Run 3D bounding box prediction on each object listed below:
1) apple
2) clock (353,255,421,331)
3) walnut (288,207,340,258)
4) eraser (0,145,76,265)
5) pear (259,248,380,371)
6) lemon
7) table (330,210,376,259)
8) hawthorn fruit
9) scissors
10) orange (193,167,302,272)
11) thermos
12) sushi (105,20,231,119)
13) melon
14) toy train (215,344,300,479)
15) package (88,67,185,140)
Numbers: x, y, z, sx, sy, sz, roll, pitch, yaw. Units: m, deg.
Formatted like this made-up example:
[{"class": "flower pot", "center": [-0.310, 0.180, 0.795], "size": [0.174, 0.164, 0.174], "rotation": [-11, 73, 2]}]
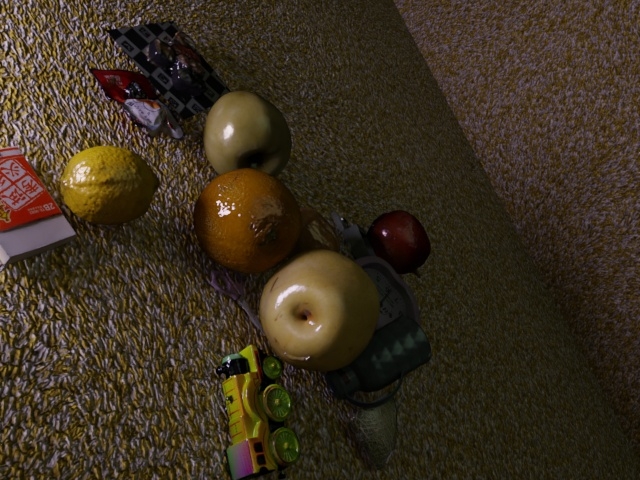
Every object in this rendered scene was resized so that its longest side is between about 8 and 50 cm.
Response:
[{"class": "apple", "center": [-0.209, -0.285, 1.636], "size": [0.262, 0.262, 0.263], "rotation": [30, 42, -31]}, {"class": "clock", "center": [0.166, 0.215, 1.774], "size": [0.338, 0.102, 0.339], "rotation": [29, 43, -31]}, {"class": "walnut", "center": [-0.033, 0.003, 1.670], "size": [0.197, 0.165, 0.165], "rotation": [46, 36, -11]}, {"class": "eraser", "center": [-0.617, -0.074, 1.153], "size": [0.230, 0.038, 0.157], "rotation": [55, 35, 2]}, {"class": "pear", "center": [-0.005, 0.173, 1.432], "size": [0.309, 0.309, 0.309], "rotation": [30, 42, -31]}, {"class": "lemon", "center": [-0.458, -0.117, 1.261], "size": [0.181, 0.180, 0.193], "rotation": [52, 34, -3]}, {"class": "table", "center": [0.109, -0.017, 1.884], "size": [0.175, 0.062, 0.146], "rotation": [65, 9, 12]}, {"class": "hawthorn fruit", "center": [0.270, 0.021, 1.973], "size": [0.215, 0.215, 0.250], "rotation": [-8, 72, -52]}, {"class": "scissors", "center": [-0.197, 0.155, 1.466], "size": [0.212, 0.021, 0.110], "rotation": [56, 32, 2]}, {"class": "orange", "center": [-0.179, -0.047, 1.443], "size": [0.274, 0.274, 0.274], "rotation": [30, 42, -31]}, {"class": "thermos", "center": [0.156, 0.334, 1.543], "size": [0.286, 0.145, 0.182], "rotation": [-28, 50, -18]}, {"class": "sushi", "center": [-0.411, -0.541, 1.735], "size": [0.320, 0.068, 0.339], "rotation": [50, 31, -6]}, {"class": "melon", "center": [0.124, 0.487, 1.513], "size": [0.139, 0.093, 0.203], "rotation": [22, 60, -30]}, {"class": "toy train", "center": [-0.144, 0.375, 1.277], "size": [0.160, 0.100, 0.297], "rotation": [10, 54, -43]}, {"class": "package", "center": [-0.475, -0.359, 1.538], "size": [0.269, 0.071, 0.194], "rotation": [46, 20, 21]}]
